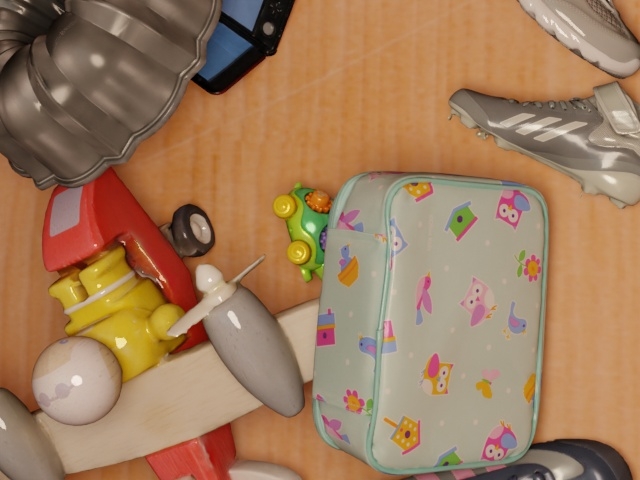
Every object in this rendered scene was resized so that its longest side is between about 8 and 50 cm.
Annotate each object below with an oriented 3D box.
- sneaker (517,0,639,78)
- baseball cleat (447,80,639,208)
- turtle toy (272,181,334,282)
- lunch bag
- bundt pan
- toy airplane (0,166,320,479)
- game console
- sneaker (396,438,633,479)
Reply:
[{"bbox_3d":[0.216,-0.274,1.228,0.115,0.105,0.281,-38,78,17],"label":"sneaker"},{"bbox_3d":[0.225,-0.114,1.254,0.206,0.072,0.109,30,103,13],"label":"baseball cleat"},{"bbox_3d":[0.000,0.000,1.368,0.066,0.095,0.130,-19,83,6],"label":"turtle toy"},{"bbox_3d":[0.109,0.077,1.236,0.108,0.224,0.279,11,98,53],"label":"lunch bag"},{"bbox_3d":[-0.263,-0.224,1.393,0.330,0.124,0.331,-20,55,32],"label":"bundt pan"},{"bbox_3d":[-0.185,0.156,1.361,0.384,0.272,0.386,28,104,24],"label":"toy airplane"},{"bbox_3d":[-0.115,-0.245,1.411,0.144,0.085,0.124,37,124,21],"label":"game console"},{"bbox_3d":[0.136,0.268,1.274,0.319,0.131,0.112,-21,81,27],"label":"sneaker"}]
